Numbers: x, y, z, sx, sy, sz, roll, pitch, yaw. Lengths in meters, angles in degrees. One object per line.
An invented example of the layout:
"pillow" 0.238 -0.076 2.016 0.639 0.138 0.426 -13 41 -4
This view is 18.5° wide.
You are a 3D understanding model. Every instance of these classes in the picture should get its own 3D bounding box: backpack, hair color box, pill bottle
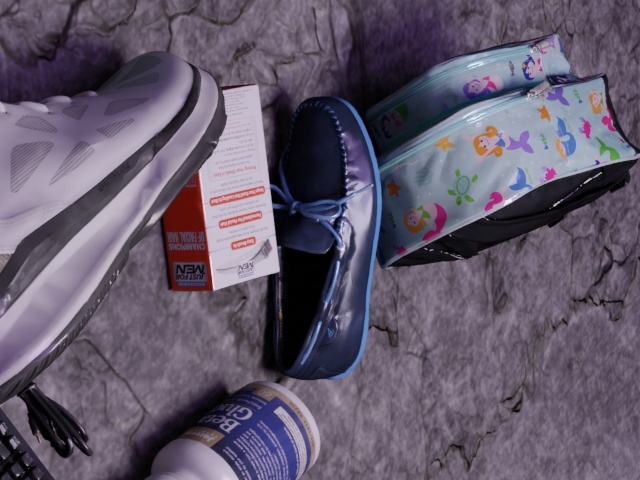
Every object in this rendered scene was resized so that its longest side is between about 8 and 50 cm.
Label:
"backpack" 0.147 -0.077 1.855 0.253 0.225 0.191 -28 89 -43
"hair color box" -0.091 -0.046 1.691 0.093 0.053 0.167 -15 101 -51
"pill bottle" -0.084 0.196 1.666 0.169 0.094 0.094 -36 117 -45

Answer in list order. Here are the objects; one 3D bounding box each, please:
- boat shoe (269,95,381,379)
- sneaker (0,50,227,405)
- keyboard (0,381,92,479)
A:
"boat shoe" 0.000 0.000 1.763 0.089 0.109 0.258 -7 94 -47
"sneaker" -0.234 -0.085 1.423 0.257 0.169 0.447 45 31 -11
"keyboard" -0.256 0.108 1.406 0.317 0.033 0.201 55 24 -8
